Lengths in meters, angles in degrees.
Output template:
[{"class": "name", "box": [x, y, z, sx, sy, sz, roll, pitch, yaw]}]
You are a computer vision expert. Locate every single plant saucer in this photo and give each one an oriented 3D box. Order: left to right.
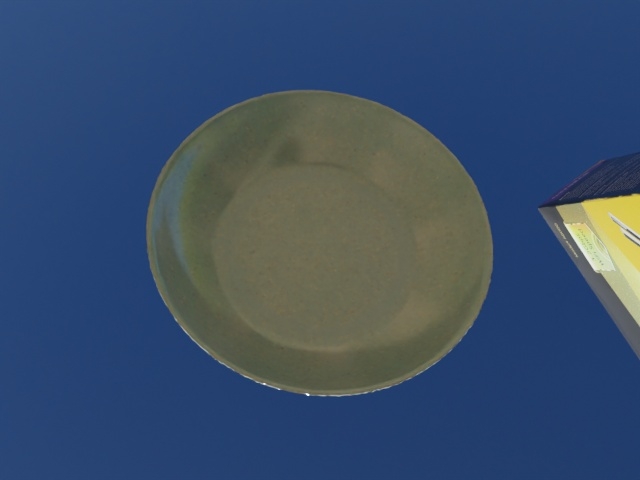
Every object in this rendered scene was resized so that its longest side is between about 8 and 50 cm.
[{"class": "plant saucer", "box": [0.000, 0.000, 0.419, 0.194, 0.037, 0.195, 3, -120, -6]}]

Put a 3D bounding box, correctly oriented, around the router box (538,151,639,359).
[{"class": "router box", "box": [0.323, 0.071, 0.535, 0.081, 0.243, 0.309, -36, -87, -7]}]
